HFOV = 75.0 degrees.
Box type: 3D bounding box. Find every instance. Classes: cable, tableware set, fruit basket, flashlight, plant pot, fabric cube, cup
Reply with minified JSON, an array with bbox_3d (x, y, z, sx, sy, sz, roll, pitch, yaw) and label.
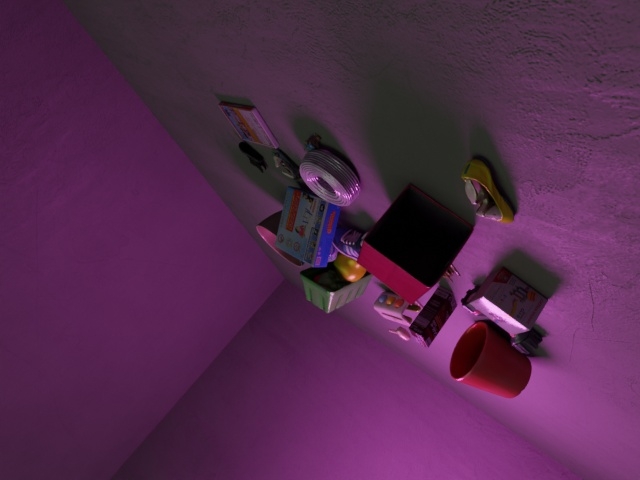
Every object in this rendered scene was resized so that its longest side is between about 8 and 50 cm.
[{"bbox_3d":[0.033,-0.239,1.598,0.257,0.089,0.257,33,166,23],"label":"cable"},{"bbox_3d":[0.445,0.085,1.617,0.194,0.039,0.128,48,163,-24],"label":"tableware set"},{"bbox_3d":[0.110,0.153,2.160,0.283,0.392,0.392,28,160,37],"label":"fruit basket"},{"bbox_3d":[0.670,0.303,1.561,0.304,0.103,0.103,42,163,-2],"label":"flashlight"},{"bbox_3d":[0.727,0.522,1.770,0.243,0.275,0.275,30,164,-1],"label":"plant pot"},{"bbox_3d":[0.302,0.023,1.392,0.259,0.254,0.258,37,164,12],"label":"fabric cube"},{"bbox_3d":[-0.153,-0.051,2.288,0.331,0.237,0.331,37,164,12],"label":"cup"}]

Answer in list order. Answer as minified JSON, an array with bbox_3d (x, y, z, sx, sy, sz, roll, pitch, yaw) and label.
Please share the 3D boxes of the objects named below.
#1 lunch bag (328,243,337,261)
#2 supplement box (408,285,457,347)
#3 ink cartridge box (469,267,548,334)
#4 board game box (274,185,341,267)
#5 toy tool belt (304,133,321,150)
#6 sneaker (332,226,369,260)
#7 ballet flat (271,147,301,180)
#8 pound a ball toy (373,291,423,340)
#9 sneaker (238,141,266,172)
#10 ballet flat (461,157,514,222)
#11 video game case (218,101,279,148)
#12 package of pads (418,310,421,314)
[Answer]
[{"bbox_3d":[0.000,0.000,2.066,0.176,0.219,0.090,-5,153,13],"label":"lunch bag"},{"bbox_3d":[0.489,0.331,1.806,0.073,0.239,0.130,27,159,41],"label":"supplement box"},{"bbox_3d":[0.615,0.202,1.370,0.176,0.128,0.127,37,164,10],"label":"ink cartridge box"},{"bbox_3d":[-0.065,-0.069,1.940,0.086,0.308,0.302,3,-164,-43],"label":"board game box"},{"bbox_3d":[-0.032,-0.354,1.529,0.052,0.051,0.083,45,163,-16],"label":"toy tool belt"},{"bbox_3d":[0.180,-0.005,1.879,0.323,0.130,0.236,40,155,21],"label":"sneaker"},{"bbox_3d":[-0.161,-0.337,1.857,0.188,0.070,0.070,41,164,2],"label":"ballet flat"},{"bbox_3d":[0.396,0.387,2.237,0.136,0.208,0.319,46,164,-17],"label":"pound a ball toy"},{"bbox_3d":[-0.342,-0.416,2.089,0.170,0.051,0.089,37,160,0],"label":"sneaker"},{"bbox_3d":[0.424,-0.107,1.075,0.231,0.077,0.077,50,162,-29],"label":"ballet flat"},{"bbox_3d":[-0.317,-0.508,1.832,0.285,0.025,0.204,25,158,43],"label":"video game case"},{"bbox_3d":[0.567,0.405,2.210,0.083,0.032,0.050,40,162,2],"label":"package of pads"}]
